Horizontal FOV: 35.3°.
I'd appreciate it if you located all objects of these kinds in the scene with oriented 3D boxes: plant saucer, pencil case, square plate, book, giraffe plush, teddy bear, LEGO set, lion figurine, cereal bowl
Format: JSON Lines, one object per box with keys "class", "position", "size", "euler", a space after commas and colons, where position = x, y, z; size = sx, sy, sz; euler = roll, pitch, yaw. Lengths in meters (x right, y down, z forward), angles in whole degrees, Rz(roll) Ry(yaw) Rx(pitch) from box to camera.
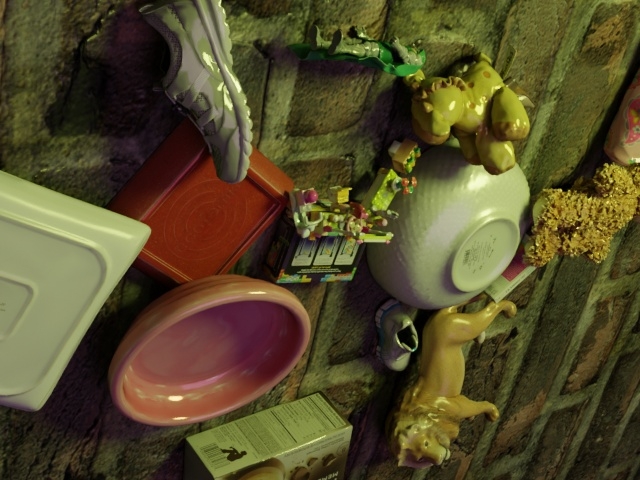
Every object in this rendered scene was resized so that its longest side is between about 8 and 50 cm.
{"class": "plant saucer", "position": [-0.181, 0.167, 1.597], "size": [0.332, 0.084, 0.332], "euler": [-19, 143, -15]}
{"class": "pencil case", "position": [0.658, -0.272, 1.962], "size": [0.124, 0.124, 0.284], "euler": [-3, 123, -38]}
{"class": "square plate", "position": [-0.444, 0.077, 1.343], "size": [0.347, 0.049, 0.344], "euler": [23, 107, -40]}
{"class": "book", "position": [0.368, 0.048, 1.995], "size": [0.144, 0.096, 0.035], "euler": [-40, 139, -7]}
{"class": "giraffe plush", "position": [0.222, -0.209, 1.630], "size": [0.170, 0.181, 0.210], "euler": [-11, 120, -24]}
{"class": "teddy bear", "position": [0.521, -0.047, 1.878], "size": [0.338, 0.113, 0.245], "euler": [-6, 126, -33]}
{"class": "LEGO set", "position": [0.088, -0.061, 1.614], "size": [0.287, 0.107, 0.132], "euler": [-26, 115, -34]}
{"class": "lion figurine", "position": [0.249, 0.257, 2.005], "size": [0.240, 0.142, 0.392], "euler": [8, 84, -33]}
{"class": "plant saucer", "position": [-0.178, -0.039, 1.508], "size": [0.258, 0.048, 0.259], "euler": [-48, 138, 2]}
{"class": "cereal bowl", "position": [0.257, -0.010, 1.825], "size": [0.339, 0.141, 0.339], "euler": [-23, 135, -26]}

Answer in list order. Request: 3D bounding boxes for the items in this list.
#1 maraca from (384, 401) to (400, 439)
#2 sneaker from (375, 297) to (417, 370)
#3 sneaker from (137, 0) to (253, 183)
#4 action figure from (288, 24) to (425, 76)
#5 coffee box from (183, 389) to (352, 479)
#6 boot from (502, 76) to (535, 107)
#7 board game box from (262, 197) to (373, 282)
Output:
{"class": "maraca", "position": [0.196, 0.399, 2.130], "size": [0.127, 0.099, 0.186], "euler": [-41, 145, -7]}
{"class": "sneaker", "position": [0.155, 0.202, 1.952], "size": [0.071, 0.083, 0.191], "euler": [-33, 139, -18]}
{"class": "sneaker", "position": [-0.166, -0.204, 1.348], "size": [0.115, 0.105, 0.281], "euler": [-17, 114, -9]}
{"class": "action figure", "position": [0.081, -0.280, 1.496], "size": [0.232, 0.137, 0.063], "euler": [-3, 111, -49]}
{"class": "coffee box", "position": [-0.099, 0.415, 1.878], "size": [0.297, 0.119, 0.168], "euler": [-14, 129, -31]}
{"class": "boot", "position": [0.325, -0.238, 1.781], "size": [0.087, 0.042, 0.118], "euler": [-47, 138, 11]}
{"class": "board game box", "position": [0.000, 0.000, 1.686], "size": [0.170, 0.048, 0.141], "euler": [1, 119, -41]}
